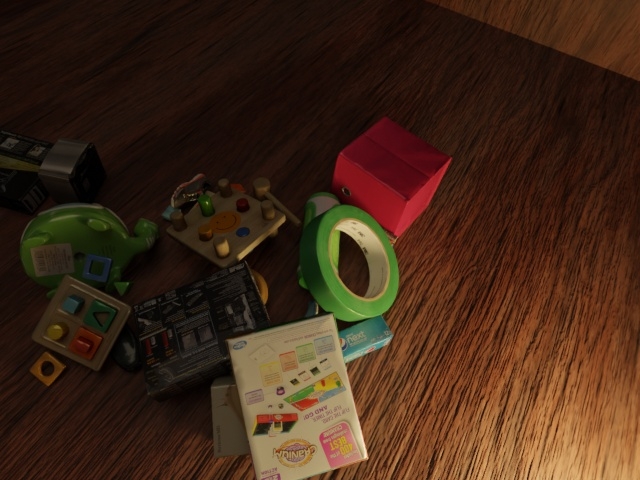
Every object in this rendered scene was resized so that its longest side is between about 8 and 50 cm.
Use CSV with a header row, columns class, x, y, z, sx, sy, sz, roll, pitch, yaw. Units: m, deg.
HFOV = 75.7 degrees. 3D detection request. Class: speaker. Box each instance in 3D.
class,x,y,z,sx,sy,sz,roll,pitch,yaw
speaker,0.000,0.000,1.260,0.131,0.131,0.297,6,57,-2

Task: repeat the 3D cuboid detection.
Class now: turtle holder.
class,x,y,z,sx,sy,sz,roll,pitch,yaw
turtle holder,-0.637,-0.010,1.137,0.320,0.244,0.227,-34,37,-11

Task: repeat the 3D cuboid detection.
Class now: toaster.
class,x,y,z,sx,sy,sz,roll,pitch,yaw
toaster,-0.769,-0.211,1.290,0.110,0.186,0.168,9,57,-5

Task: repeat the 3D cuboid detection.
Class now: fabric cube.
class,x,y,z,sx,sy,sz,roll,pitch,yaw
fabric cube,0.212,-0.186,1.331,0.258,0.254,0.259,39,61,17

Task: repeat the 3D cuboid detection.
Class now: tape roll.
class,x,y,z,sx,sy,sz,roll,pitch,yaw
tape roll,0.087,0.061,1.157,0.321,0.077,0.322,20,59,-37

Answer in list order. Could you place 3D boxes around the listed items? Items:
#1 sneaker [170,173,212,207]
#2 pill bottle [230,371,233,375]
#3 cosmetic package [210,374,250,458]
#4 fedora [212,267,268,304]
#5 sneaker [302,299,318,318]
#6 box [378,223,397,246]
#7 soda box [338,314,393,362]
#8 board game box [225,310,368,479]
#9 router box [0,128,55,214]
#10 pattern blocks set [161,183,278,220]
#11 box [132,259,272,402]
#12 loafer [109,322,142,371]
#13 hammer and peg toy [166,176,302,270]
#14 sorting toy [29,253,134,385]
class,x,y,z,sx,sy,sz,roll,pitch,yaw
sneaker,-0.413,-0.155,1.332,0.064,0.061,0.158,35,61,10
pill bottle,-0.224,0.296,1.080,0.065,0.065,0.117,-15,60,-15
cosmetic package,-0.092,0.393,0.970,0.308,0.113,0.161,-5,84,-9
fedora,-0.237,0.161,1.145,0.194,0.079,0.195,-2,52,3
sneaker,-0.048,0.234,1.141,0.073,0.063,0.162,13,56,7
box,0.169,-0.013,1.304,0.137,0.094,0.027,35,52,17
soda box,0.085,0.279,1.120,0.209,0.067,0.071,-18,60,-17
board game box,-0.053,0.337,0.893,0.241,0.064,0.317,-12,84,-9
router box,-1.016,-0.234,1.340,0.308,0.081,0.243,16,57,5
pattern blocks set,-0.328,-0.076,1.337,0.324,0.026,0.285,30,59,14
box,-0.283,0.212,1.014,0.307,0.077,0.243,-23,56,-10
loafer,-0.536,0.243,1.075,0.076,0.078,0.223,-31,65,-23
hammer and peg toy,-0.236,-0.076,1.222,0.265,0.128,0.361,28,53,28
sorting toy,-0.595,0.206,1.016,0.195,0.047,0.348,28,88,0
